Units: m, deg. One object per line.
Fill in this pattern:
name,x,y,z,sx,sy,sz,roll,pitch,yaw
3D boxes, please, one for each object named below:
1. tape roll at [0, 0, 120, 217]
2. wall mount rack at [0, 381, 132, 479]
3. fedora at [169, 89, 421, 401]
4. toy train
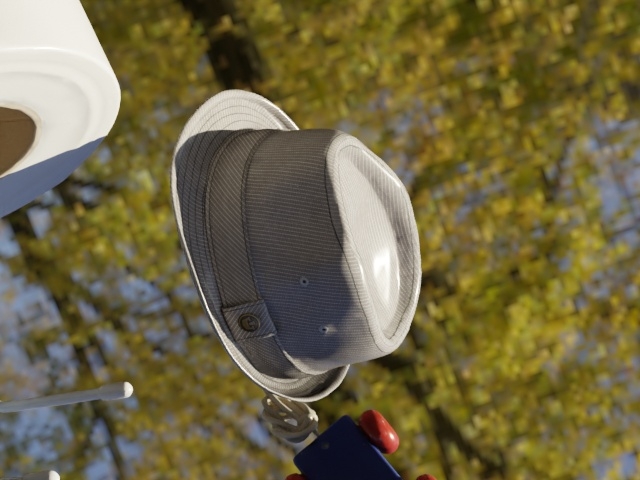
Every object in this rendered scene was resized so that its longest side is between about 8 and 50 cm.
tape roll,-0.302,-0.103,1.442,0.286,0.100,0.286,-23,160,-9
wall mount rack,-0.385,0.175,1.954,0.304,0.130,0.350,28,-152,4
fedora,0.000,0.000,1.556,0.124,0.275,0.244,-9,-161,30
toy train,0.035,0.214,1.620,0.105,0.143,0.248,-40,-132,-3
